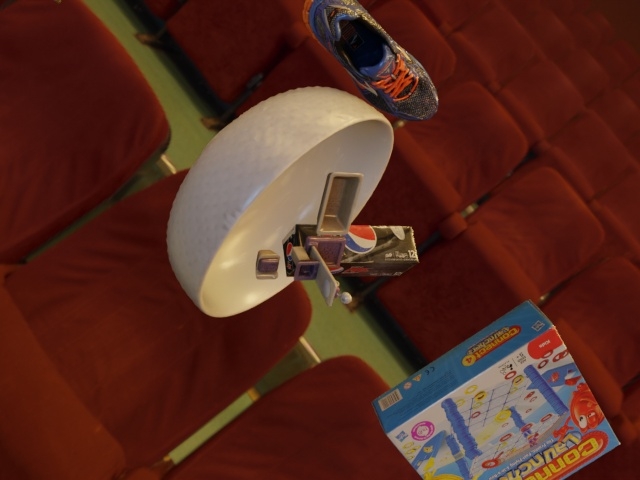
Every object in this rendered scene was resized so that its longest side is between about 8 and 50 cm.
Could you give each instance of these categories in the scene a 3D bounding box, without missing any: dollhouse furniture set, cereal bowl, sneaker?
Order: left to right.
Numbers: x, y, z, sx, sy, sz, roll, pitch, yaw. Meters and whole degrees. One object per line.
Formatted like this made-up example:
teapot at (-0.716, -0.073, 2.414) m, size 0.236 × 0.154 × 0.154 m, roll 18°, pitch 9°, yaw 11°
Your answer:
cereal bowl at (-0.068, -0.066, 0.809) m, size 0.141 × 0.339 × 0.339 m, roll 43°, pitch 14°, yaw 16°
dollhouse furniture set at (0.000, 0.000, 0.544) m, size 0.091 × 0.114 × 0.081 m, roll 0°, pitch 33°, yaw -22°
sneaker at (0.069, -0.213, 0.752) m, size 0.221 × 0.083 × 0.087 m, roll 32°, pitch 19°, yaw -31°

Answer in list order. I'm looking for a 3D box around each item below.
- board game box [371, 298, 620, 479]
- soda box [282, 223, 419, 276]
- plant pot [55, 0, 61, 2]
board game box at (0.295, 0.302, 1.020) m, size 0.302 × 0.308 × 0.086 m, roll 53°, pitch 5°, yaw -25°
soda box at (0.039, 0.014, 0.797) m, size 0.169 × 0.060 × 0.053 m, roll 0°, pitch 68°, yaw -24°
plant pot at (-0.222, -0.264, 0.527) m, size 0.083 × 0.079 × 0.083 m, roll 46°, pitch -11°, yaw 12°
